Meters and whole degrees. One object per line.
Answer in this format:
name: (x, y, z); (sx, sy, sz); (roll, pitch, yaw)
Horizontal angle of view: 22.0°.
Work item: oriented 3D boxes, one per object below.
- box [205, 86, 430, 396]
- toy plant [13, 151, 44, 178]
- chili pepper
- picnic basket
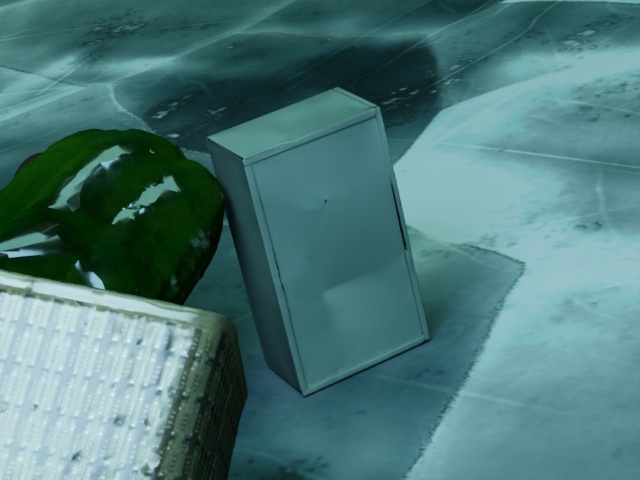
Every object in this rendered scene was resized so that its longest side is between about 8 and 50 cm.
box: (0.000, 0.000, 1.412); (0.129, 0.225, 0.086); (-22, 25, -19)
toy plant: (-0.234, -0.039, 1.782); (0.200, 0.105, 0.143); (21, 26, 26)
chili pepper: (-0.230, 0.060, 1.335); (0.213, 0.167, 0.385); (31, 67, 14)
picnic basket: (-0.220, 0.134, 1.116); (0.312, 0.228, 0.175); (11, 71, 4)
